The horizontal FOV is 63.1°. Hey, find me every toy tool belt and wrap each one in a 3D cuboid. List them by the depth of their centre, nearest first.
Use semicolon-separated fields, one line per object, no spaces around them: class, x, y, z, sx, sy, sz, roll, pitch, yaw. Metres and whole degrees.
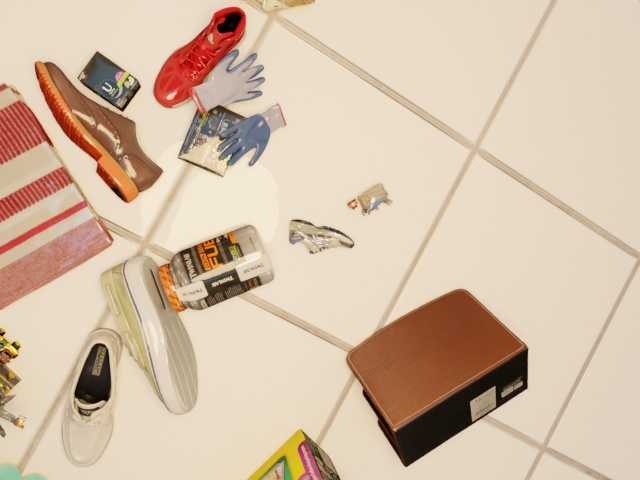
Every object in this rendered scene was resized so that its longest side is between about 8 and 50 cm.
toy tool belt;0.101;-0.074;1.046;0.083;0.052;0.051;-33;92;-8

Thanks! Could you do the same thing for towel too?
towel;-0.551;-0.074;0.910;0.237;0.037;0.329;-31;98;-7

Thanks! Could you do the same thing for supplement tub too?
supplement tub;-0.190;0.055;0.957;0.190;0.117;0.117;-22;99;-11

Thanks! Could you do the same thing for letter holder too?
letter holder;0.231;0.265;1.066;0.301;0.214;0.152;-28;132;-10

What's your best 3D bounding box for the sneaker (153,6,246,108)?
sneaker;-0.215;-0.333;0.916;0.087;0.128;0.221;39;85;-13

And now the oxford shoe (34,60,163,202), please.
oxford shoe;-0.389;-0.201;0.917;0.098;0.096;0.271;-41;109;-24

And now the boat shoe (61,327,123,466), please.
boat shoe;-0.418;0.291;0.939;0.095;0.084;0.259;6;93;-13

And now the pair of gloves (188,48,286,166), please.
pair of gloves;-0.143;-0.235;0.946;0.159;0.023;0.198;-39;126;-24

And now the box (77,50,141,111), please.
box;-0.373;-0.280;0.924;0.083;0.052;0.062;35;85;-12

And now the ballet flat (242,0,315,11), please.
ballet flat;-0.113;-0.470;0.971;0.206;0.073;0.067;21;117;-11

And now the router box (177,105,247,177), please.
router box;-0.201;-0.192;0.976;0.092;0.038;0.123;23;89;-13

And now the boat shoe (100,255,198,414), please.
boat shoe;-0.310;0.178;0.960;0.094;0.109;0.303;-16;94;13

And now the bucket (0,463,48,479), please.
bucket;-0.547;0.531;0.837;0.281;0.281;0.183;36;94;-13

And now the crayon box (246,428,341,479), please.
crayon box;-0.083;0.539;0.890;0.313;0.363;0.106;-44;102;-6

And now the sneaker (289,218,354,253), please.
sneaker;0.000;0.000;1.036;0.135;0.052;0.058;15;101;-6

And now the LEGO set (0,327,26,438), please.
LEGO set;-0.666;0.276;0.828;0.331;0.192;0.255;-35;101;-8
